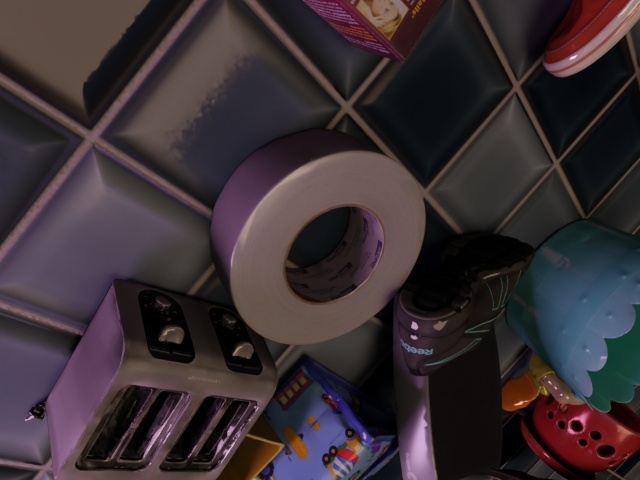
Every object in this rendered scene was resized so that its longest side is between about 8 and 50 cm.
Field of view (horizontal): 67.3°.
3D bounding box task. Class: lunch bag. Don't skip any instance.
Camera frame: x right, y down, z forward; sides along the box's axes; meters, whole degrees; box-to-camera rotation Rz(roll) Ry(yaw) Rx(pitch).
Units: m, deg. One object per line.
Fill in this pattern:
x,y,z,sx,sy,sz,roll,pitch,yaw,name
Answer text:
0.009,0.322,0.691,0.221,0.138,0.293,-47,143,0,lunch bag

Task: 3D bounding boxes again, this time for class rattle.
0.467,0.275,0.938,0.200,0.130,0.142,-8,123,-40,rattle

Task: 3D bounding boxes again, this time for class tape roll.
0.000,0.000,0.499,0.219,0.072,0.219,-15,124,-23,tape roll

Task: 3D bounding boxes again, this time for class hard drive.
0.180,0.196,0.661,0.172,0.054,0.254,3,82,-32,hard drive

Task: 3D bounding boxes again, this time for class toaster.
-0.159,0.149,0.469,0.168,0.110,0.185,25,103,-39,toaster

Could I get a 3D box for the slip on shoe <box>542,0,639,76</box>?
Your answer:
0.308,-0.329,0.472,0.101,0.123,0.331,19,116,-5,slip on shoe

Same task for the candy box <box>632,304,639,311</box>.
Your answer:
0.661,0.140,0.981,0.317,0.087,0.182,12,108,-37,candy box

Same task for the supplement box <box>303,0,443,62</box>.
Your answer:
0.013,-0.233,0.355,0.188,0.081,0.104,25,103,-39,supplement box

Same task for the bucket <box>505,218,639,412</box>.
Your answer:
0.457,0.110,0.776,0.281,0.183,0.281,-15,126,-23,bucket

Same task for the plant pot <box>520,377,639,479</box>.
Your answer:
0.534,0.387,0.992,0.191,0.191,0.174,18,110,-38,plant pot

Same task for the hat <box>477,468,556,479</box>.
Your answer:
0.473,0.553,0.970,0.331,0.331,0.133,27,64,-40,hat

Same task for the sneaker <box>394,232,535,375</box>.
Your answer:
0.181,0.070,0.609,0.267,0.101,0.106,-26,125,-37,sneaker

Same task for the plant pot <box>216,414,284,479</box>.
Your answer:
-0.110,0.230,0.566,0.081,0.083,0.081,-47,136,1,plant pot
